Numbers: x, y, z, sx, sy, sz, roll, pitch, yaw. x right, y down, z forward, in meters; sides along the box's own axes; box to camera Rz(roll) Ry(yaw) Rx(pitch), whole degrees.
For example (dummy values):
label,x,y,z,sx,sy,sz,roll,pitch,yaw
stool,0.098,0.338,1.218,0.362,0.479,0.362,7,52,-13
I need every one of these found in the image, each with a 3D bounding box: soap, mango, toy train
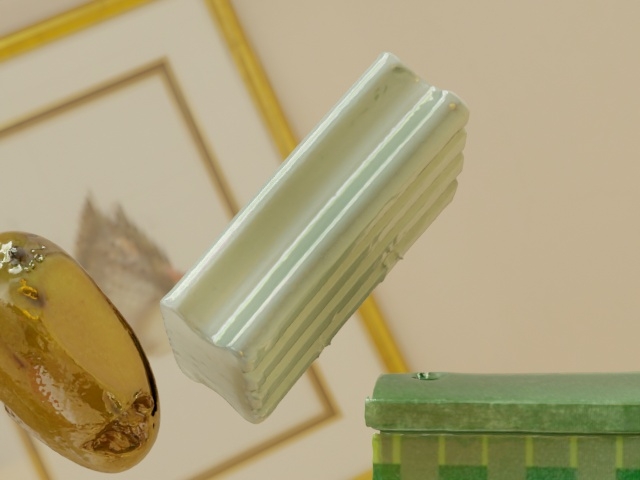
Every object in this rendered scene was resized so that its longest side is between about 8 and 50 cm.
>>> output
label,x,y,z,sx,sy,sz,roll,pitch,yaw
soap,0.000,0.000,0.985,0.066,0.198,0.119,36,-19,15
mango,-0.240,0.107,1.557,0.167,0.130,0.262,-19,-65,50
toy train,0.166,0.190,1.221,0.120,0.300,0.202,-23,112,-83
